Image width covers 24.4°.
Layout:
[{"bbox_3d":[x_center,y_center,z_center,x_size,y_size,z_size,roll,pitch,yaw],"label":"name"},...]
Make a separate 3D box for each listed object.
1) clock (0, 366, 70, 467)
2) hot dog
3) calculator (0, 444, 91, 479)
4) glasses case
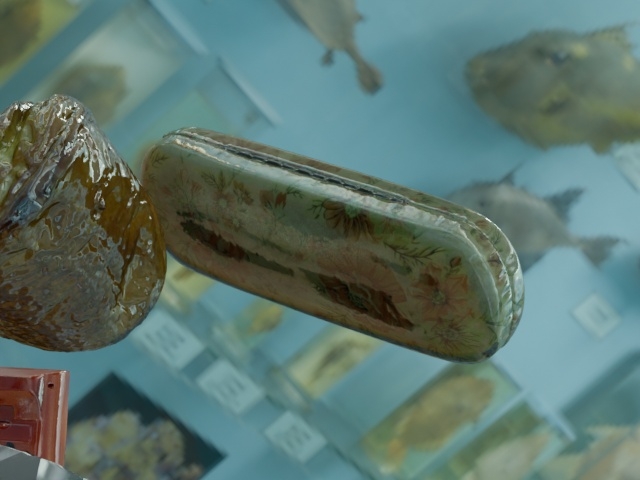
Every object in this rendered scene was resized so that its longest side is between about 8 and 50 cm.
[{"bbox_3d":[-0.322,0.208,1.521,0.061,0.113,0.155,20,72,-81],"label":"clock"},{"bbox_3d":[-0.222,-0.007,1.235,0.122,0.196,0.272,30,-11,22],"label":"hot dog"},{"bbox_3d":[-0.214,0.179,0.840,0.274,0.248,0.058,36,47,-50],"label":"calculator"},{"bbox_3d":[0.000,0.000,1.427,0.425,0.098,0.157,18,-50,31],"label":"glasses case"}]
